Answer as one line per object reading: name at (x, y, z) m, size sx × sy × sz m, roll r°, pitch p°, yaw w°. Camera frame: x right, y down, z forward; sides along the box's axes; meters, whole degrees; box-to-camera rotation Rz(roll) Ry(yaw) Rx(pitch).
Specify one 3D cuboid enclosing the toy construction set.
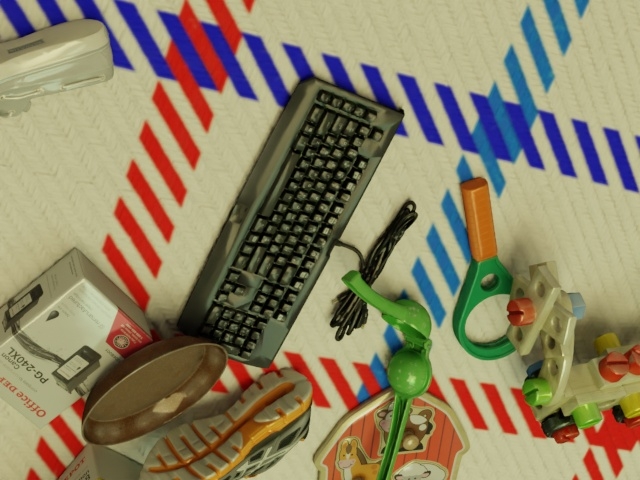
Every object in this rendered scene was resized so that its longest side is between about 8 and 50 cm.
toy construction set at (0.341, 0.124, 1.462) m, size 0.328 × 0.151 × 0.215 m, roll 7°, pitch 147°, yaw -20°

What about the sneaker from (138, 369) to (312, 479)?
sneaker at (-0.093, 0.226, 1.417) m, size 0.215 × 0.084 × 0.083 m, roll -28°, pitch 136°, yaw -18°

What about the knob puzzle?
knob puzzle at (0.086, 0.250, 1.537) m, size 0.213 × 0.030 × 0.213 m, roll -8°, pitch 121°, yaw -14°

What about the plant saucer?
plant saucer at (-0.173, 0.148, 1.352) m, size 0.168 × 0.029 × 0.168 m, roll -28°, pitch 155°, yaw -14°

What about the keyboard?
keyboard at (0.000, 0.000, 1.362) m, size 0.202 × 0.033 × 0.317 m, roll 17°, pitch 113°, yaw -26°

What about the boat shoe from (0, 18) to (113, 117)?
boat shoe at (-0.272, -0.141, 1.175) m, size 0.184 × 0.066 × 0.063 m, roll -23°, pitch 123°, yaw -16°

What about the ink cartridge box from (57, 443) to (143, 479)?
ink cartridge box at (-0.219, 0.327, 1.394) m, size 0.127 × 0.176 × 0.128 m, roll 34°, pitch 103°, yaw -29°

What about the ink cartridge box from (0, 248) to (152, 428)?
ink cartridge box at (-0.260, 0.099, 1.313) m, size 0.150 × 0.063 × 0.109 m, roll -39°, pitch 124°, yaw 5°

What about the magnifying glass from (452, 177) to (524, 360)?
magnifying glass at (0.181, 0.035, 1.448) m, size 0.092 × 0.026 × 0.231 m, roll -18°, pitch 125°, yaw -8°

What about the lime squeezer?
lime squeezer at (0.084, 0.136, 1.431) m, size 0.059 × 0.110 × 0.310 m, roll 9°, pitch 129°, yaw 22°
